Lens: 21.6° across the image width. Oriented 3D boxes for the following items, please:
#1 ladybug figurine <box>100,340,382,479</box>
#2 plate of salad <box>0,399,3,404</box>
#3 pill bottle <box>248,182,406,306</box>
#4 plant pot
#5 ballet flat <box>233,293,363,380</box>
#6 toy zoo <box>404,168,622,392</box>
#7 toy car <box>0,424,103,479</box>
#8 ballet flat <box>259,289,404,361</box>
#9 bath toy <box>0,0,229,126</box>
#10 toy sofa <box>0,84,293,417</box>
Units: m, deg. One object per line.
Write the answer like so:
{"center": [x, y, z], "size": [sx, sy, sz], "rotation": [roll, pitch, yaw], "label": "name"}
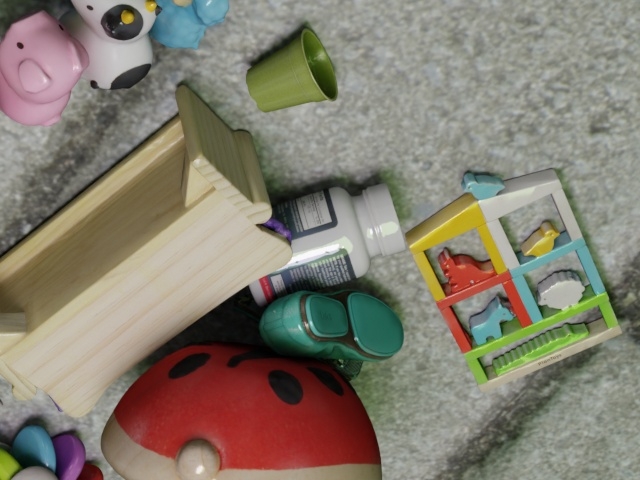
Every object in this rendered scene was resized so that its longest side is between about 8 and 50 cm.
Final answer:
{"center": [-0.075, 0.202, 1.833], "size": [0.305, 0.449, 0.162], "rotation": [12, 90, 7], "label": "ladybug figurine"}
{"center": [-0.426, 0.117, 1.843], "size": [0.048, 0.200, 0.200], "rotation": [-45, 121, -8], "label": "plate of salad"}
{"center": [0.000, 0.000, 1.889], "size": [0.180, 0.108, 0.108], "rotation": [-17, 123, 2], "label": "pill bottle"}
{"center": [-0.035, -0.174, 1.797], "size": [0.079, 0.083, 0.083], "rotation": [-20, 124, 19], "label": "plant pot"}
{"center": [-0.020, 0.098, 1.985], "size": [0.188, 0.070, 0.070], "rotation": [36, 111, -29], "label": "ballet flat"}
{"center": [0.225, 0.036, 1.995], "size": [0.192, 0.030, 0.293], "rotation": [-25, 123, 7], "label": "toy zoo"}
{"center": [-0.330, 0.297, 2.019], "size": [0.136, 0.159, 0.182], "rotation": [-46, 124, -21], "label": "toy car"}
{"center": [0.006, 0.098, 1.906], "size": [0.087, 0.083, 0.247], "rotation": [-15, 166, 26], "label": "ballet flat"}
{"center": [-0.256, -0.172, 1.633], "size": [0.348, 0.129, 0.151], "rotation": [-34, 135, -26], "label": "bath toy"}
{"center": [-0.215, 0.018, 1.841], "size": [0.362, 0.150, 0.177], "rotation": [-37, 125, 14], "label": "toy sofa"}
